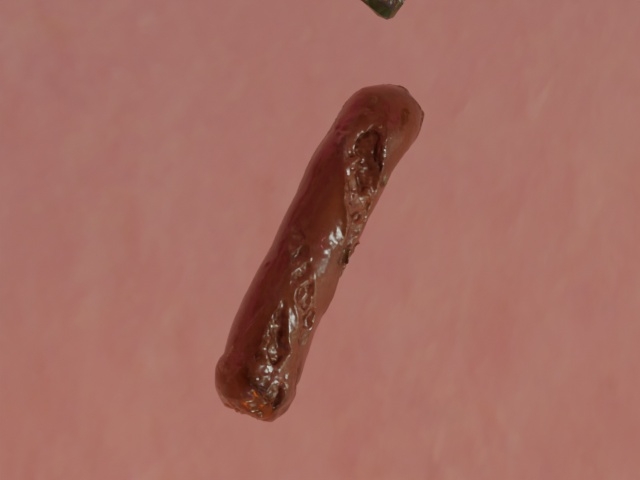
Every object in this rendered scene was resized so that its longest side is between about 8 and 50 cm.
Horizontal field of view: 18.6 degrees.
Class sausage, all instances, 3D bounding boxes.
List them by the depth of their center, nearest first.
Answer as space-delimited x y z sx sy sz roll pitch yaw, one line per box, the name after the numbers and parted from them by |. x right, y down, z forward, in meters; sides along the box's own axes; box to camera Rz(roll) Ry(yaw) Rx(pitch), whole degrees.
0.000 0.000 0.796 0.036 0.042 0.158 23 70 10 | sausage

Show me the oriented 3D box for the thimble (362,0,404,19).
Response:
0.010 -0.102 0.280 0.118 0.090 0.130 9 87 43 | thimble
